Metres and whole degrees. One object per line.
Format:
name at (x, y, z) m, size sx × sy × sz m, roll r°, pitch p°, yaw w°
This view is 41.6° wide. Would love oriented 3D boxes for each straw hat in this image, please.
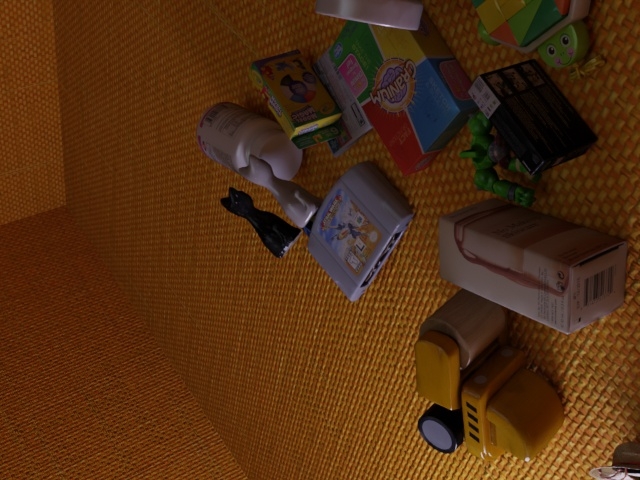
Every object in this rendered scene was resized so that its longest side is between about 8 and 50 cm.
straw hat at (0.543, 0.384, 1.466) m, size 0.144 × 0.144 × 0.061 m, roll -39°, pitch 33°, yaw 59°

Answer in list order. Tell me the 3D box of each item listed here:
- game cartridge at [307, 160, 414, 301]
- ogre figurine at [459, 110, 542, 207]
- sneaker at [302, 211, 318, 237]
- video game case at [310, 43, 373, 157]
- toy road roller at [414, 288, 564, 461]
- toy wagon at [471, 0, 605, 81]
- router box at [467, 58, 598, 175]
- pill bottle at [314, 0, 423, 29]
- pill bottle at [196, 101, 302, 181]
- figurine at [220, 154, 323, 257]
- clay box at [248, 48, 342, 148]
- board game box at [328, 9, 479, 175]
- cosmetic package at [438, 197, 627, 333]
game cartridge at (0.078, -0.025, 1.907) m, size 0.198 × 0.062 × 0.297 m, roll 46°, pitch 132°, yaw 20°
ogre figurine at (0.312, -0.160, 1.464) m, size 0.118 × 0.097 × 0.197 m, roll 2°, pitch 122°, yaw 46°
sneaker at (0.000, 0.000, 2.092) m, size 0.209 × 0.069 × 0.082 m, roll 46°, pitch 141°, yaw 32°
video game case at (0.035, -0.309, 1.888) m, size 0.201 × 0.023 × 0.183 m, roll 65°, pitch 150°, yaw 5°
toy road roller at (0.332, 0.274, 1.617) m, size 0.241 × 0.202 × 0.329 m, roll 17°, pitch 129°, yaw 39°
toy wagon at (0.329, -0.403, 1.305) m, size 0.267 × 0.068 × 0.344 m, roll -33°, pitch 80°, yaw 60°
router box at (0.340, -0.201, 1.352) m, size 0.179 × 0.133 × 0.046 m, roll 58°, pitch 148°, yaw 18°
pill bottle at (0.106, -0.549, 1.317) m, size 0.229 × 0.229 × 0.407 m, roll 28°, pitch 115°, yaw 48°
pill bottle at (-0.180, -0.244, 2.138) m, size 0.283 × 0.160 × 0.160 m, roll 31°, pitch 134°, yaw 47°
figurine at (-0.124, -0.089, 2.006) m, size 0.209 × 0.092 × 0.215 m, roll 37°, pitch 136°, yaw 0°
clay box at (-0.049, -0.314, 1.868) m, size 0.222 × 0.127 × 0.053 m, roll 57°, pitch 149°, yaw 17°
board game box at (0.157, -0.320, 1.639) m, size 0.316 × 0.064 × 0.242 m, roll 60°, pitch 149°, yaw 14°
cosmetic package at (0.358, 0.034, 1.458) m, size 0.296 × 0.153 × 0.129 m, roll 23°, pitch 126°, yaw 49°
